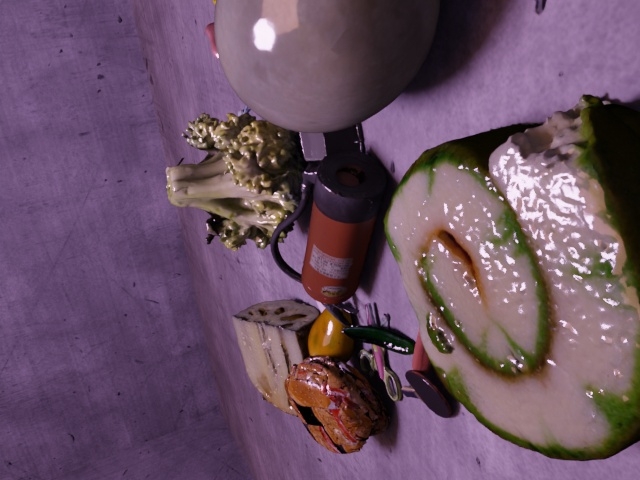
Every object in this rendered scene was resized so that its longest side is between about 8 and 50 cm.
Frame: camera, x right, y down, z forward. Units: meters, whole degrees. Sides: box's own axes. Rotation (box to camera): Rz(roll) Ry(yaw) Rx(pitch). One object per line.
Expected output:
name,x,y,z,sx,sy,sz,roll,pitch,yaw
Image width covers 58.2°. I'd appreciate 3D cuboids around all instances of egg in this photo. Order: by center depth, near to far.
egg,0.001,-0.263,0.699,0.352,0.258,0.258,-8,98,66

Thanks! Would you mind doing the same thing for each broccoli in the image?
broccoli,-0.177,-0.114,1.204,0.348,0.281,0.293,-148,57,-61

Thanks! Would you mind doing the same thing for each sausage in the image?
sausage,0.168,0.164,0.909,0.030,0.035,0.147,30,136,28

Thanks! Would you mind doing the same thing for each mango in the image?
mango,0.026,0.207,1.216,0.111,0.089,0.163,61,149,26

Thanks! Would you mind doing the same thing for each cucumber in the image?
cucumber,0.105,0.175,1.038,0.184,0.033,0.036,6,86,56

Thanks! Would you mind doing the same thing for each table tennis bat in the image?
table tennis bat,0.171,0.256,0.965,0.095,0.014,0.158,51,163,2

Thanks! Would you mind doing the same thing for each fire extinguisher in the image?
fire extinguisher,0.010,-0.003,1.045,0.200,0.113,0.376,46,148,29

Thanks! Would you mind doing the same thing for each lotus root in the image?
lotus root,-0.067,0.295,1.444,0.267,0.149,0.260,2,113,49

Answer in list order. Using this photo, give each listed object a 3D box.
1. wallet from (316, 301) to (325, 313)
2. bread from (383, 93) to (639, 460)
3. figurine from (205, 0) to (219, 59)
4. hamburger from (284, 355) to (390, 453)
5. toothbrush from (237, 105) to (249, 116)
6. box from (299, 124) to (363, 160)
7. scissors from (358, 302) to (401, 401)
wallet,-0.003,0.133,1.336,0.083,0.011,0.044,66,157,20
bread,0.205,0.027,0.582,0.366,0.129,0.382,56,152,39
figurine,-0.198,-0.564,1.116,0.193,0.154,0.420,121,131,-68
hamburger,0.031,0.334,1.175,0.231,0.107,0.231,30,142,26
toothbrush,-0.175,-0.332,1.416,0.219,0.016,0.019,173,90,-70
box,0.015,-0.176,0.986,0.122,0.069,0.084,13,118,66
scissors,0.110,0.207,1.098,0.133,0.020,0.187,32,135,50
